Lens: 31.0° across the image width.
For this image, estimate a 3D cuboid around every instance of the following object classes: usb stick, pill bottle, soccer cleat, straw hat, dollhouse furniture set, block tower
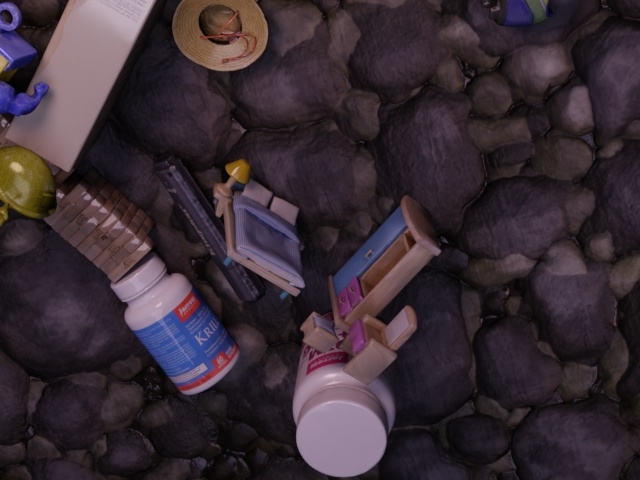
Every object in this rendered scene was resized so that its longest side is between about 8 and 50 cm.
[{"bbox_3d":[-0.174,-0.017,1.836,0.045,0.077,0.278,-36,108,-13],"label":"usb stick"},{"bbox_3d":[0.040,0.236,1.814,0.160,0.283,0.160,1,113,3],"label":"pill bottle"},{"bbox_3d":[0.297,-0.428,1.596,0.121,0.093,0.289,-4,132,-9],"label":"soccer cleat"},{"bbox_3d":[-0.239,0.132,1.875,0.124,0.124,0.221,-30,109,15],"label":"pill bottle"},{"bbox_3d":[-0.148,-0.325,1.708,0.145,0.061,0.144,-3,128,-4],"label":"straw hat"},{"bbox_3d":[0.000,0.000,1.715,0.303,0.286,0.198,33,112,-22],"label":"dollhouse furniture set"},{"bbox_3d":[-0.409,-0.087,1.812,0.091,0.097,0.335,-42,103,19],"label":"block tower"}]

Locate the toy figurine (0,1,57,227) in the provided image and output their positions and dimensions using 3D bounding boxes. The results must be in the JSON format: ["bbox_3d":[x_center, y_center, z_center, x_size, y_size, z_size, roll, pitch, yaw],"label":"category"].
[{"bbox_3d":[-0.463,-0.216,1.560,0.362,0.191,0.217,44,108,2],"label":"toy figurine"}]

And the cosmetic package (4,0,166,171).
[{"bbox_3d":[-0.331,-0.273,1.690,0.113,0.160,0.309,30,111,-7],"label":"cosmetic package"}]
